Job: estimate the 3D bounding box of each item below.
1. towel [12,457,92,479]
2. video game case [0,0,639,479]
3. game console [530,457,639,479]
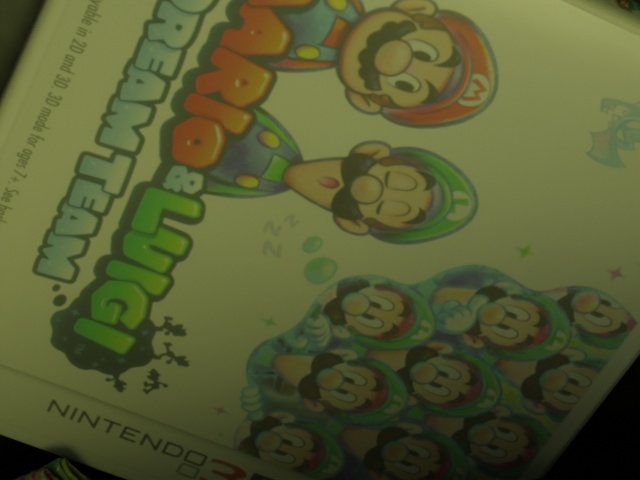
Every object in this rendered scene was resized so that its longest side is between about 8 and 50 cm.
[{"bbox_3d":[-0.060,0.080,0.454,0.060,0.009,0.083,-23,135,24],"label":"towel"},{"bbox_3d":[0.000,0.000,0.395,0.143,0.019,0.157,22,126,-13],"label":"video game case"},{"bbox_3d":[0.008,0.154,0.407,0.293,0.250,0.173,-14,106,13],"label":"game console"}]
